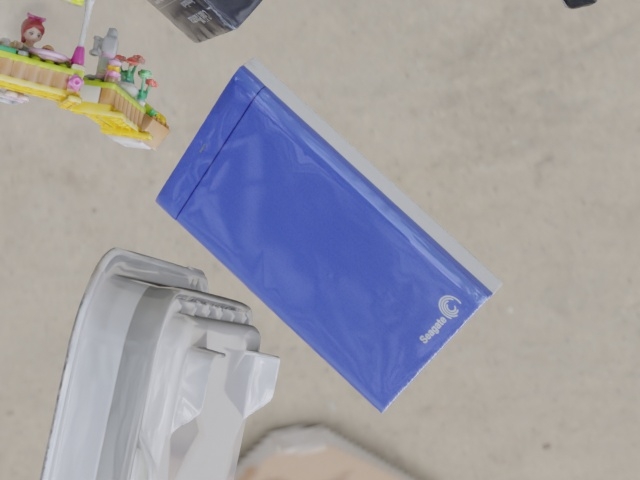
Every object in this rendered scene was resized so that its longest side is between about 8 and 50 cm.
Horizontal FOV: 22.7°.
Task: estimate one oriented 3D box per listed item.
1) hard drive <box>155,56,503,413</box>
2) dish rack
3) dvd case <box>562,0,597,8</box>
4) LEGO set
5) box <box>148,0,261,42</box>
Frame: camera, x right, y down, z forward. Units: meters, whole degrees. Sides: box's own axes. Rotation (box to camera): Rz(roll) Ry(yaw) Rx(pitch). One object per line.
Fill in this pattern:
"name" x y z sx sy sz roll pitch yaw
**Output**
"hard drive" 0.000 0.000 1.560 0.319 0.040 0.210 43 132 6
"dish rack" -0.093 0.156 0.936 0.072 0.333 0.285 12 87 8
"dvd case" 0.145 -0.294 1.102 0.029 0.179 0.239 -9 156 23
"LEGO set" -0.211 -0.159 1.348 0.287 0.132 0.107 16 81 -43
"box" -0.088 -0.380 1.216 0.312 0.179 0.343 42 84 -12
